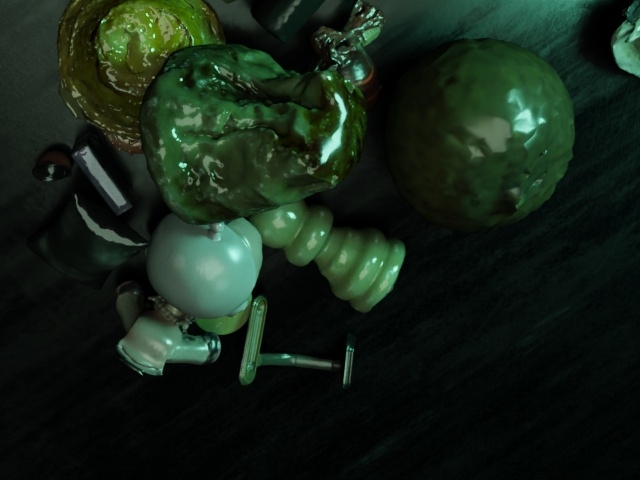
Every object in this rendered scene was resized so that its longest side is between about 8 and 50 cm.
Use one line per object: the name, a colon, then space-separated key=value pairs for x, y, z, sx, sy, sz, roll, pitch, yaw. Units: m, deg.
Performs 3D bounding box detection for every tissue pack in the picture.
tissue pack: x=-0.436 y=-0.134 z=1.743 sx=0.051 sy=0.112 sz=0.156 roll=-31 pitch=114 yaw=1

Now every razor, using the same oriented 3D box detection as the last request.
razor: x=-0.007 y=-0.529 z=1.626 sx=0.107 sy=0.189 sz=0.327 roll=30 pitch=106 yaw=-20

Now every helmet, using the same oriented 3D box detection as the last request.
helmet: x=-0.539 y=-0.155 z=1.751 sx=0.084 sy=0.049 sz=0.065 roll=-11 pitch=153 yaw=20

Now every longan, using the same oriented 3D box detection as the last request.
longan: x=0.315 y=-0.210 z=1.708 sx=0.391 sy=0.391 sz=0.391 roll=-4 pitch=112 yaw=-9

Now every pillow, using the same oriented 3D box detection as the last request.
pillow: x=-0.473 y=0.007 z=1.759 sx=0.186 sy=0.106 sz=0.250 roll=35 pitch=139 yaw=-19

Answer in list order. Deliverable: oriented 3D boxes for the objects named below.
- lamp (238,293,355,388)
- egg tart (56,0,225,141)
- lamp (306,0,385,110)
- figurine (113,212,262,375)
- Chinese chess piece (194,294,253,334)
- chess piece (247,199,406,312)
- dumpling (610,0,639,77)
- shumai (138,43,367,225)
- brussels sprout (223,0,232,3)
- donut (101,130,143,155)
lamp: x=-0.044 y=0.226 z=1.973 sx=0.283 sy=0.124 sz=0.203 roll=6 pitch=98 yaw=-14
egg tart: x=-0.330 y=-0.347 z=1.638 sx=0.341 sy=0.129 sz=0.341 roll=-3 pitch=99 yaw=-17
lamp: x=0.057 y=-0.336 z=1.731 sx=0.151 sy=0.215 sz=0.223 roll=34 pitch=140 yaw=10
figurine: x=-0.257 y=0.094 z=1.770 sx=0.253 sy=0.211 sz=0.361 roll=30 pitch=103 yaw=-14
Chinese chess piece: x=-0.222 y=0.138 z=1.926 sx=0.144 sy=0.058 sz=0.144 roll=-4 pitch=110 yaw=-10
chess piece: x=0.000 y=0.000 z=1.858 sx=0.330 sy=0.182 sz=0.182 roll=31 pitch=103 yaw=-15
dumpling: x=0.738 y=-0.458 z=1.827 sx=0.293 sy=0.204 sz=0.163 roll=-23 pitch=77 yaw=4
shumai: x=-0.089 y=-0.195 z=1.537 sx=0.323 sy=0.397 sz=0.324 roll=2 pitch=108 yaw=35
brussels sprout: x=-0.194 y=-0.536 z=1.640 sx=0.139 sy=0.100 sz=0.181 roll=-39 pitch=110 yaw=-8
donut: x=-0.373 y=-0.222 z=1.747 sx=0.166 sy=0.065 sz=0.117 roll=11 pitch=108 yaw=-13
